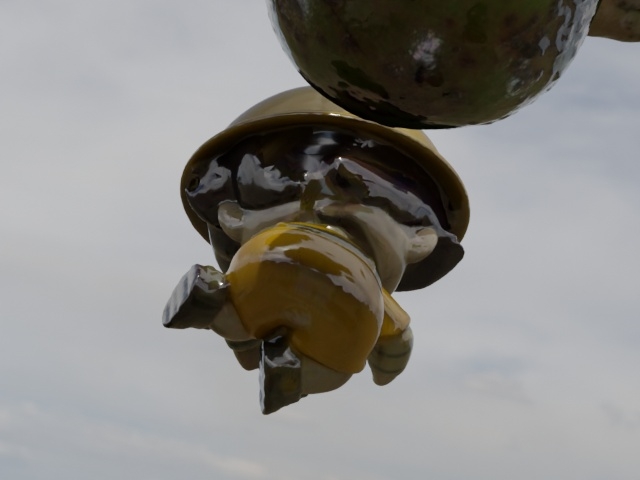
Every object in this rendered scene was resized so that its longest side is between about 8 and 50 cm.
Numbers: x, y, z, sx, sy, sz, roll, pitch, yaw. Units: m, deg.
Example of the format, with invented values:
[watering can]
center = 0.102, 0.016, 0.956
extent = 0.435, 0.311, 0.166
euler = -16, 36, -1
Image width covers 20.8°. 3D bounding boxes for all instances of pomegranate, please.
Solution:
[pomegranate]
center = 0.080, -0.146, 0.894
extent = 0.248, 0.202, 0.202
euler = 4, -7, -28

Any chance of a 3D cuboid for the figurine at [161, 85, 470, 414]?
[figurine]
center = 0.002, -0.004, 1.117
extent = 0.192, 0.167, 0.257
euler = 22, 22, -9
